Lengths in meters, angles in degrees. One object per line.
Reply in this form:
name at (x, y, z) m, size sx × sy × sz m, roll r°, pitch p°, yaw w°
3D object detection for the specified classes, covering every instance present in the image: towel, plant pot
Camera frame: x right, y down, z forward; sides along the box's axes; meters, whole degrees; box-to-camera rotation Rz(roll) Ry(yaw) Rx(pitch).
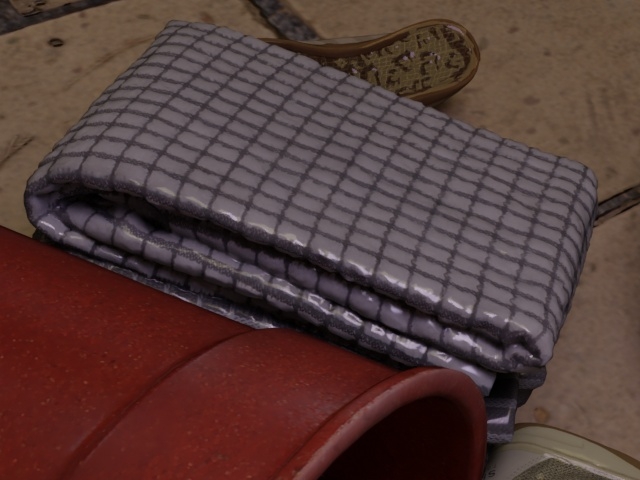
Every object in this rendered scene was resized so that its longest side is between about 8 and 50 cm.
towel at (0.000, 0.000, 0.846) m, size 0.283 × 0.121 × 0.235 m, roll 21°, pitch 29°, yaw 5°
plant pot at (-0.119, 0.114, 0.580) m, size 0.265 × 0.272 × 0.272 m, roll 26°, pitch 46°, yaw 22°

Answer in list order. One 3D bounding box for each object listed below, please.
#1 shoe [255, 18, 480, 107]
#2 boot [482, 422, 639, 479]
shoe at (-0.001, -0.097, 1.015) m, size 0.219 × 0.058 × 0.077 m, roll -11°, pitch 80°, yaw -17°
boot at (0.158, 0.189, 0.746) m, size 0.213 × 0.077 × 0.165 m, roll 19°, pitch 44°, yaw 16°
